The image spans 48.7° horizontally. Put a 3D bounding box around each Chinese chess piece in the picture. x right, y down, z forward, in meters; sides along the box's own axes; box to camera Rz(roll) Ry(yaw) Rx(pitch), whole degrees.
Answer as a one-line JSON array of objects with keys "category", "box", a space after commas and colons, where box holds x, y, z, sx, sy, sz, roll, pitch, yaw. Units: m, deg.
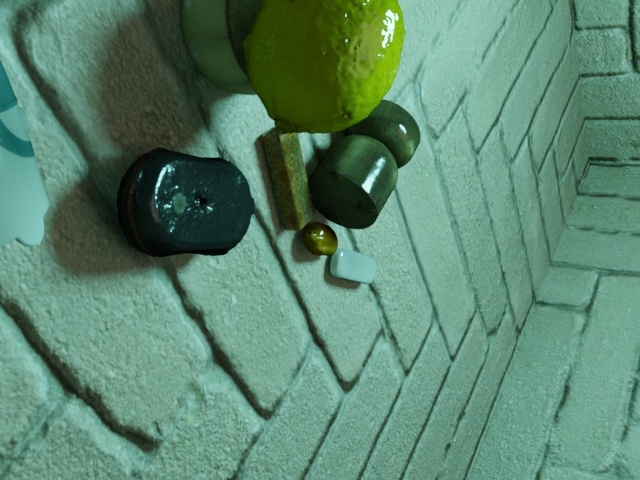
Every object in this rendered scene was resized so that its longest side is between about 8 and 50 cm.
[{"category": "Chinese chess piece", "box": [-0.133, -0.405, 1.306, 0.270, 0.112, 0.269, -18, 111, -55]}]

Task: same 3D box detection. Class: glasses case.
[{"category": "glasses case", "box": [-0.068, -0.134, 1.510, 0.075, 0.049, 0.218, -48, 134, -50]}, {"category": "glasses case", "box": [0.085, 0.066, 1.777, 0.193, 0.049, 0.074, 15, 83, -56]}]

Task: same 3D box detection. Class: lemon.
[{"category": "lemon", "box": [0.006, -0.322, 1.204, 0.268, 0.268, 0.321, 27, 93, -55]}]

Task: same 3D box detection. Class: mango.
[{"category": "mango", "box": [0.000, 0.000, 1.626, 0.127, 0.063, 0.077, 28, 68, -60]}]

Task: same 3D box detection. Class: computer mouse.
[{"category": "computer mouse", "box": [-0.234, -0.062, 1.213, 0.323, 0.116, 0.182, 2, 93, -63]}]

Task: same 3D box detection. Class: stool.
[{"category": "stool", "box": [0.103, -0.178, 1.642, 0.264, 0.179, 0.179, -59, 140, -32]}]

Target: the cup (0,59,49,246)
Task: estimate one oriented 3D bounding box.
[{"category": "cup", "box": [-0.473, -0.100, 0.781, 0.290, 0.219, 0.257, -17, 113, -20]}]
